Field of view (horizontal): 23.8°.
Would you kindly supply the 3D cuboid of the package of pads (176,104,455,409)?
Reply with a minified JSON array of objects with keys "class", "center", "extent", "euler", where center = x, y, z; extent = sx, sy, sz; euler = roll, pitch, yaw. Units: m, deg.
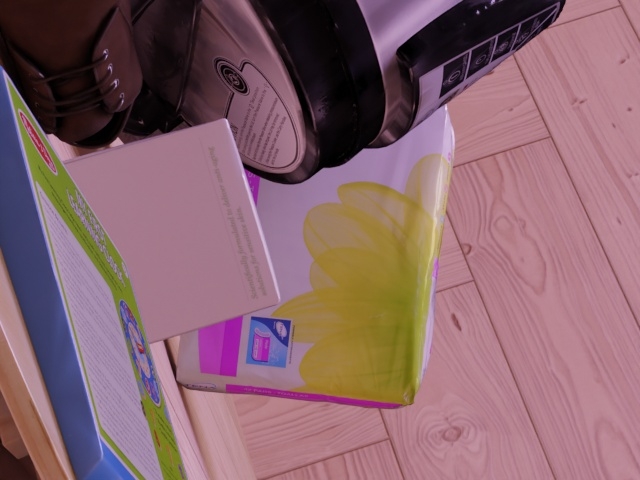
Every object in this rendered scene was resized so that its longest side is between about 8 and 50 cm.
[{"class":"package of pads","center":[0.000,0.000,1.393],"extent":[0.101,0.229,0.297],"euler":[92,4,-82]}]

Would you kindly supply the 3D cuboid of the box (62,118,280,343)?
[{"class":"box","center":[-0.081,-0.002,0.788],"extent":[0.087,0.102,0.101],"euler":[-152,-134,-88]}]

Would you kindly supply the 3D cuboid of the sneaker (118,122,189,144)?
[{"class":"sneaker","center":[-0.180,-0.213,1.517],"extent":[0.180,0.124,0.321],"euler":[86,-14,-81]}]

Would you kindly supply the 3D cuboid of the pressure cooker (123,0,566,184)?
[{"class":"pressure cooker","center":[-0.029,-0.251,1.177],"extent":[0.375,0.420,0.370],"euler":[30,-27,46]}]

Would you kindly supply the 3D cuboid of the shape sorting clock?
[{"class":"shape sorting clock","center":[-0.082,0.036,0.475],"extent":[0.206,0.040,0.206],"euler":[-20,90,-90]}]

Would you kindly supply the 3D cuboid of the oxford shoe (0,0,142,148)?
[{"class":"oxford shoe","center":[-0.126,-0.106,0.786],"extent":[0.227,0.082,0.096],"euler":[81,-4,-75]}]
